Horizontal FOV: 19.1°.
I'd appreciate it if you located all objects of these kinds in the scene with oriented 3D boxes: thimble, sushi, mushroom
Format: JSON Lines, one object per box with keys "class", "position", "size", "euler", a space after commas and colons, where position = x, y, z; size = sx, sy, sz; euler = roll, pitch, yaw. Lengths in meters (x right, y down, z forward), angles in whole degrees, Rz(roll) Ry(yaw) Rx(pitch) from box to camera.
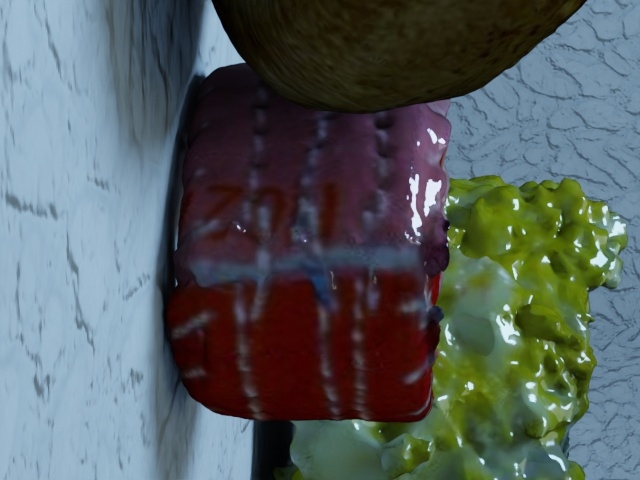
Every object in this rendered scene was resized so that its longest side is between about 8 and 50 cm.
{"class": "thimble", "position": [0.001, 0.000, 0.914], "size": [0.189, 0.125, 0.163], "euler": [-81, 172, -59]}
{"class": "sushi", "position": [0.085, 0.148, 1.388], "size": [0.351, 0.240, 0.397], "euler": [86, 11, -66]}
{"class": "mushroom", "position": [0.042, -0.220, 0.808], "size": [0.345, 0.239, 0.345], "euler": [-59, -178, 3]}
